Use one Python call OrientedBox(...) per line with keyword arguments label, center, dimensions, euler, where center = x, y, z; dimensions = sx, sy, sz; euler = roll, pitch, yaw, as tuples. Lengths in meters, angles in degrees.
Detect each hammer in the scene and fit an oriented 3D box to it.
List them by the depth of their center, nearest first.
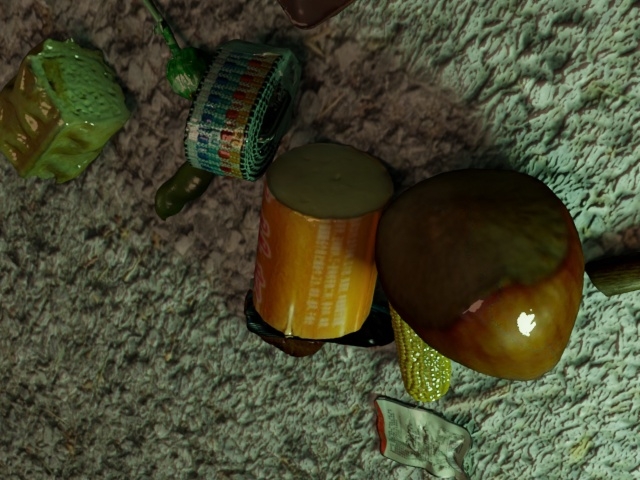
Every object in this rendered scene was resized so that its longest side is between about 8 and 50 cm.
OrientedBox(label="hammer", center=(0.597, 0.032, 1.771), dimensions=(0.409, 0.095, 0.242), euler=(-18, 109, 43))

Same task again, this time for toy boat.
OrientedBox(label="toy boat", center=(0.007, 0.132, 2.213), dimensions=(0.299, 0.092, 0.134), euler=(6, 143, -1))

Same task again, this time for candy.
OrientedBox(label="candy", center=(-0.296, -0.400, 2.095), dimensions=(0.097, 0.097, 0.323), euler=(-31, 92, 43))

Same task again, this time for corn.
OrientedBox(label="corn", center=(0.187, 0.176, 2.139), dimensions=(0.102, 0.101, 0.310), euler=(5, 118, 32))

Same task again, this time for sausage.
OrientedBox(label="sausage", center=(0.000, 0.000, 2.054), dimensions=(0.233, 0.233, 0.287), euler=(25, 130, 18))

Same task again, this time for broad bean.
OrientedBox(label="broad bean", center=(-0.252, -0.143, 2.246), dimensions=(0.098, 0.056, 0.318), euler=(41, 129, 11))

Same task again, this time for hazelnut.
OrientedBox(label="hazelnut", center=(0.268, 0.054, 1.850), dimensions=(0.366, 0.366, 0.365), euler=(17, 128, 24))

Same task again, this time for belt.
OrientedBox(label="belt", center=(-0.131, -0.227, 1.974), dimensions=(0.150, 0.257, 0.207), euler=(17, 150, 12))

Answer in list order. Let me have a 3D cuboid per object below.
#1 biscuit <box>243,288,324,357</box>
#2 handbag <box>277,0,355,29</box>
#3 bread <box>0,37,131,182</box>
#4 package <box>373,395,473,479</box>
OrientedBox(label="biscuit", center=(-0.074, 0.162, 2.336), dimensions=(0.192, 0.049, 0.192), euler=(19, 131, 24))
OrientedBox(label="handbag", center=(-0.013, -0.504, 1.822), dimensions=(0.260, 0.084, 0.275), euler=(-27, 102, 45))
OrientedBox(label="bread", center=(-0.519, -0.251, 2.256), dimensions=(0.252, 0.196, 0.238), euler=(-29, 97, 40))
OrientedBox(label="package", center=(0.214, 0.410, 2.325), dimensions=(0.232, 0.040, 0.166), euler=(15, 125, 35))
